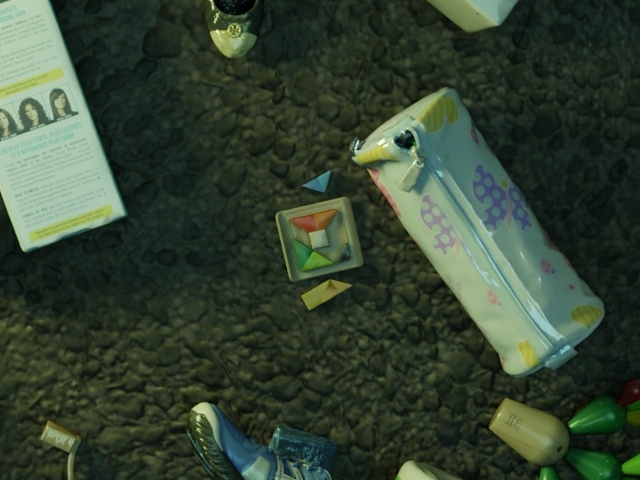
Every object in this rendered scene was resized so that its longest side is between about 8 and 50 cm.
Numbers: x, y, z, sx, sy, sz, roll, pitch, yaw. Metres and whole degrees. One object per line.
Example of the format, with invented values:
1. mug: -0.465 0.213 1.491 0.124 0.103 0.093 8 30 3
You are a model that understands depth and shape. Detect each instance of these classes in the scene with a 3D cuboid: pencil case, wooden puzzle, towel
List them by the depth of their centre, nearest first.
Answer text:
1. pencil case: 0.146 -0.009 1.551 0.113 0.124 0.273 -36 98 -4
2. wooden puzzle: 0.000 0.000 1.587 0.078 0.014 0.116 -20 96 -6
3. towel: -0.028 0.237 1.590 0.067 0.029 0.119 15 91 -9

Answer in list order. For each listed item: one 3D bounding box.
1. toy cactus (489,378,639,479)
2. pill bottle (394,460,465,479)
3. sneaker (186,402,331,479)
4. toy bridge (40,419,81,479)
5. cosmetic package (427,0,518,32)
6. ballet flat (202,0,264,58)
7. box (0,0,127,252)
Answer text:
1. toy cactus: 0.243 0.211 1.598 0.180 0.112 0.219 29 98 1
2. pill bottle: 0.085 0.339 1.557 0.136 0.136 0.246 26 90 -8
3. sneaker: -0.041 0.219 1.539 0.081 0.080 0.211 -42 108 -10
4. toy bridge: -0.263 0.263 1.562 0.063 0.026 0.188 26 91 -10
5. cosmetic package: 0.127 -0.343 1.519 0.224 0.138 0.225 38 89 -8
6. ballet flat: -0.076 -0.252 1.542 0.057 0.049 0.173 3 93 -7
7. box: -0.260 -0.120 1.521 0.100 0.060 0.244 -20 96 -6
